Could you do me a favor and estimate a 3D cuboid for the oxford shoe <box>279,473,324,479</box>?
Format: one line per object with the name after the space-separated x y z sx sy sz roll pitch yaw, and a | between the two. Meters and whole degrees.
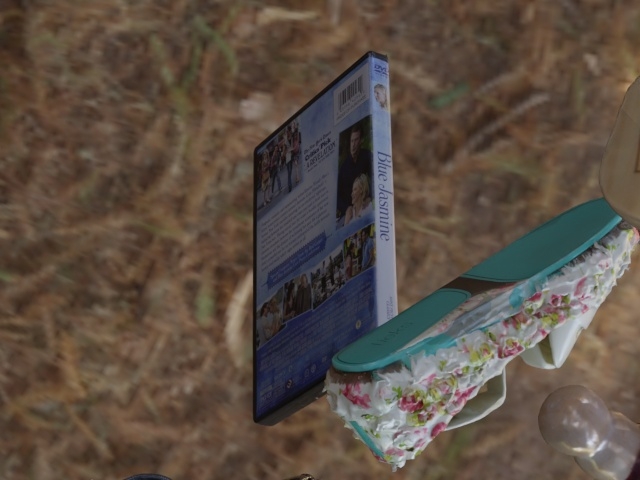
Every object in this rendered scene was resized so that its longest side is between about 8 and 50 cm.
-0.036 0.213 1.333 0.096 0.227 0.083 -30 101 -19 | oxford shoe

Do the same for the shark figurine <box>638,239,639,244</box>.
0.336 0.095 1.334 0.166 0.116 0.278 -15 71 -19 | shark figurine

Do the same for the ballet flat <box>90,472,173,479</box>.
-0.135 0.162 0.905 0.203 0.074 0.074 -19 112 -52 | ballet flat

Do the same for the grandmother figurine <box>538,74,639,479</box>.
0.189 0.076 0.705 0.342 0.207 0.104 64 38 -44 | grandmother figurine

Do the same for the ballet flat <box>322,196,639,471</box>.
0.103 0.055 1.088 0.241 0.091 0.077 -29 109 -26 | ballet flat

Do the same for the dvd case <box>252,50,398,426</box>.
0.000 0.000 1.428 0.022 0.180 0.253 15 59 -29 | dvd case
